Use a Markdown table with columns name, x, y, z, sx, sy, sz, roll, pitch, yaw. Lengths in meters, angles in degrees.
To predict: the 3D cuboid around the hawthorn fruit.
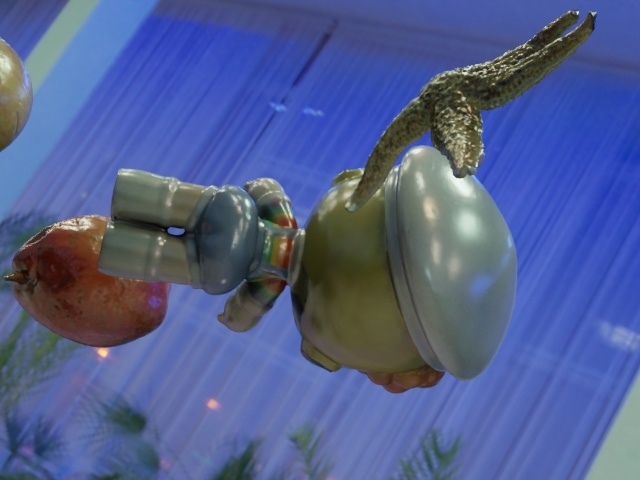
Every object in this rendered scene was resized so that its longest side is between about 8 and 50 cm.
| name | x | y | z | sx | sy | sz | roll | pitch | yaw |
| --- | --- | --- | --- | --- | --- | --- | --- | --- | --- |
| hawthorn fruit | -0.355 | 0.056 | 1.543 | 0.262 | 0.210 | 0.210 | 13 | 1 | -38 |

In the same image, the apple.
| name | x | y | z | sx | sy | sz | roll | pitch | yaw |
| --- | --- | --- | --- | --- | --- | --- | --- | --- | --- |
| apple | -0.424 | -0.175 | 1.201 | 0.182 | 0.182 | 0.155 | 20 | -32 | 42 |

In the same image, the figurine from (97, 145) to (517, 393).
| name | x | y | z | sx | sy | sz | roll | pitch | yaw |
| --- | --- | --- | --- | --- | --- | --- | --- | --- | --- |
| figurine | -0.006 | 0.030 | 0.933 | 0.382 | 0.224 | 0.205 | -3 | -9 | -9 |

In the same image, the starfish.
| name | x | y | z | sx | sy | sz | roll | pitch | yaw |
| --- | --- | --- | --- | --- | --- | --- | --- | --- | --- |
| starfish | 0.098 | -0.093 | 0.737 | 0.050 | 0.223 | 0.217 | 41 | 19 | -22 |
